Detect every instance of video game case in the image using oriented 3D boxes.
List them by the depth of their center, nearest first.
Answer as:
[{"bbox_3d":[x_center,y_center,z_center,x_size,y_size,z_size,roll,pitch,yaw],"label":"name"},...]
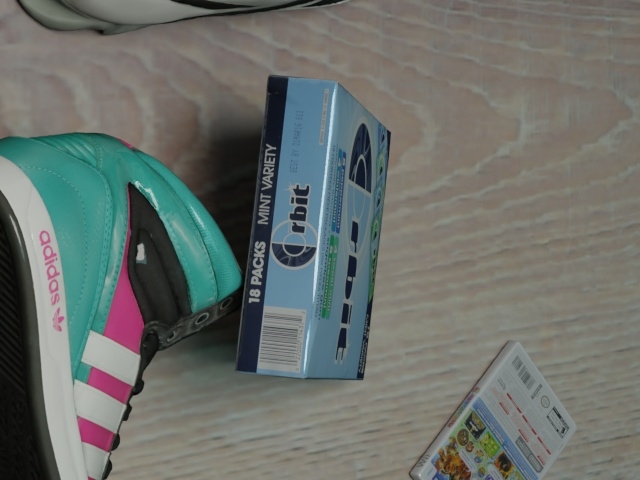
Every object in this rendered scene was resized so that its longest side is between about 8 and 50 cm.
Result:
[{"bbox_3d":[0.118,0.140,1.169,0.122,0.011,0.087,-50,119,-26],"label":"video game case"}]

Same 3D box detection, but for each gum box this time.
[{"bbox_3d":[0.000,0.000,0.987,0.184,0.041,0.157,27,69,-78],"label":"gum box"}]

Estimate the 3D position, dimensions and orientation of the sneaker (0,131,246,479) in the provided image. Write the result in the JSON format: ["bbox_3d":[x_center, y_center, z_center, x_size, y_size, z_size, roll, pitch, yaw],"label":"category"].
[{"bbox_3d":[-0.122,0.070,0.918,0.178,0.124,0.295,-31,131,-49],"label":"sneaker"}]

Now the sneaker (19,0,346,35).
[{"bbox_3d":[-0.001,-0.188,0.987,0.331,0.146,0.122,-25,105,-36],"label":"sneaker"}]
